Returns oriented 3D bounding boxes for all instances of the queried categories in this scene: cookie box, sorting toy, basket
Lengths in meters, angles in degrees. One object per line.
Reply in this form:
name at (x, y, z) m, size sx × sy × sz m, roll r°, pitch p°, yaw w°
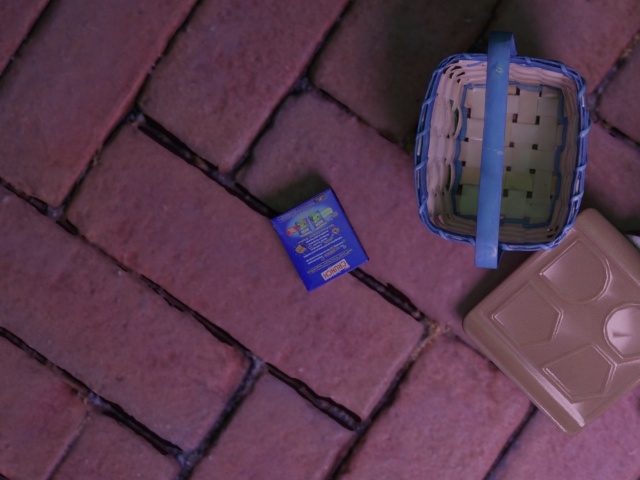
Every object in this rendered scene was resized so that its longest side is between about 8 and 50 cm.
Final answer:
cookie box at (0.000, 0.000, 1.548) m, size 0.092 × 0.040 × 0.107 m, roll -27°, pitch 88°, yaw 8°
sorting toy at (0.361, 0.136, 1.498) m, size 0.307 × 0.041 × 0.229 m, roll 45°, pitch 107°, yaw -1°
basket at (0.209, -0.098, 1.390) m, size 0.201 × 0.289 × 0.255 m, roll 6°, pitch 92°, yaw 8°

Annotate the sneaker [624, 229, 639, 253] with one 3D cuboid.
sneaker at (0.450, 0.030, 1.486) m, size 0.152 × 0.053 × 0.061 m, roll 12°, pitch 103°, yaw 13°
